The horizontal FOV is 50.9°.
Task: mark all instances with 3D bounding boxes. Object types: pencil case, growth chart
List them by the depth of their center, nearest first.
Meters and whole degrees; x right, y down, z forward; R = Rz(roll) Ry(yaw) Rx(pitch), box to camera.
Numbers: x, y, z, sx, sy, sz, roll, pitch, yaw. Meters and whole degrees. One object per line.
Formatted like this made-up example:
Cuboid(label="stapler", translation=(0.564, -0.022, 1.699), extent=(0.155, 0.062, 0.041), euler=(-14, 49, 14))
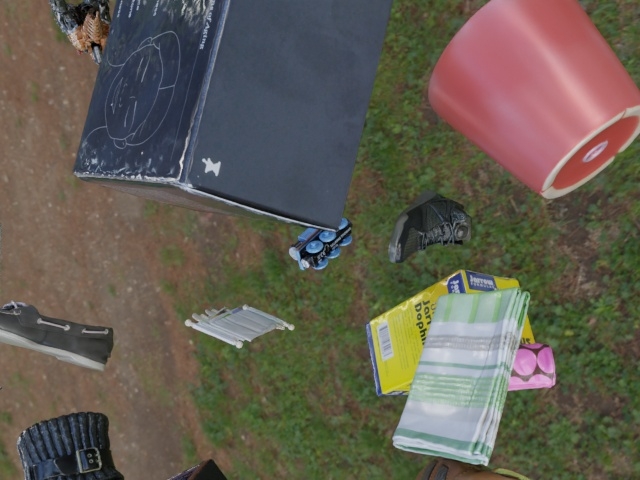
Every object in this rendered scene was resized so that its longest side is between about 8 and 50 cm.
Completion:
Cuboid(label="pencil case", translation=(0.362, 0.257, 1.330), extent=(0.098, 0.209, 0.095), euler=(-104, 10, -55))
Cuboid(label="growth chart", translation=(-0.191, 0.195, 1.589), extent=(0.171, 0.237, 0.021), euler=(21, 106, 27))

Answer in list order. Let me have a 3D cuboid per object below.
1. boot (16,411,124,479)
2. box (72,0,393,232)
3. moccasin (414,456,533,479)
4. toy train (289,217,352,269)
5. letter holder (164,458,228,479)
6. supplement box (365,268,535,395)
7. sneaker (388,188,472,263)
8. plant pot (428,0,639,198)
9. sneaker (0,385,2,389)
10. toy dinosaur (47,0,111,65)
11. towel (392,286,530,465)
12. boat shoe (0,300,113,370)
Cuboid(label="boot", translation=(-0.397, 0.462, 1.305), extent=(0.131, 0.347, 0.260), euler=(-60, 38, 26))
Cuboid(label="box", translation=(-0.162, -0.292, 1.155), extent=(0.471, 0.297, 0.480), euler=(10, 86, 54))
Cuboid(label="moccasin", translation=(0.253, 0.315, 0.586), extent=(0.380, 0.139, 0.147), euler=(42, 155, -3))
Cuboid(label="toy train", translation=(0.000, 0.000, 1.677), extent=(0.105, 0.184, 0.080), euler=(19, 139, 39))
Cuboid(label="letter holder", translation=(-0.144, 0.453, 0.809), extent=(0.214, 0.152, 0.302), euler=(-34, 95, 35))
Cuboid(label="supplement box", translation=(0.298, 0.234, 1.604), extent=(0.356, 0.194, 0.195), euler=(-39, 51, 46))
Cuboid(label="sneaker", translation=(0.227, -0.020, 1.365), extent=(0.130, 0.227, 0.087), euler=(21, 129, 26))
Cuboid(label="plant pot", translation=(0.344, -0.216, 1.037), extent=(0.243, 0.274, 0.275), euler=(55, 138, 23))
Cuboid(label="sneaker", translation=(-0.315, 0.167, 0.610), extent=(0.040, 0.043, 0.109), euler=(-49, 37, 28))
Cuboid(label="toy dinosaur", translation=(-0.511, -0.496, 1.488), extent=(0.321, 0.164, 0.219), euler=(10, 121, 45))
Cuboid(label="towel", translation=(0.119, 0.113, 0.591), extent=(0.023, 0.152, 0.113), euler=(31, 157, -27))
Cuboid(label="boat shoe", translation=(-0.559, 0.172, 1.345), extent=(0.112, 0.335, 0.096), euler=(-3, 64, 37))
